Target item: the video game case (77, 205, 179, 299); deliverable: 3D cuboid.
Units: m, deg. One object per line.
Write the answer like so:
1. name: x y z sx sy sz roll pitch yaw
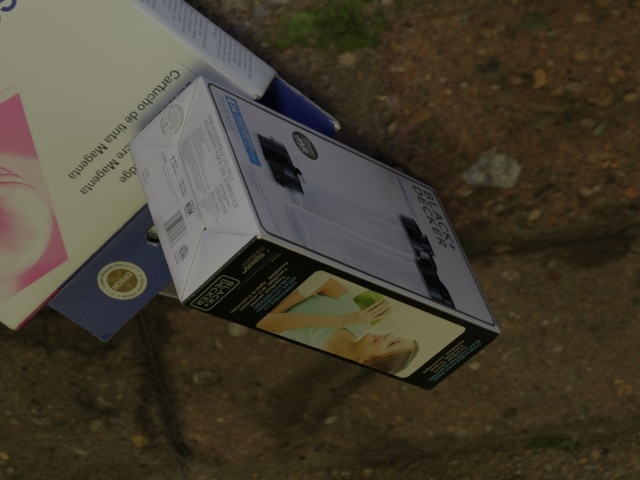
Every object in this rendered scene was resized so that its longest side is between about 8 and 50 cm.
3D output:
1. video game case: -0.167 -0.042 1.443 0.274 0.026 0.196 13 127 -11

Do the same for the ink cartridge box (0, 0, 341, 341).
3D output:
1. ink cartridge box: -0.208 -0.072 1.362 0.330 0.071 0.324 36 119 -23

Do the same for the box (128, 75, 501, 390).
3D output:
1. box: 0.000 0.000 1.326 0.087 0.169 0.290 -41 139 24
